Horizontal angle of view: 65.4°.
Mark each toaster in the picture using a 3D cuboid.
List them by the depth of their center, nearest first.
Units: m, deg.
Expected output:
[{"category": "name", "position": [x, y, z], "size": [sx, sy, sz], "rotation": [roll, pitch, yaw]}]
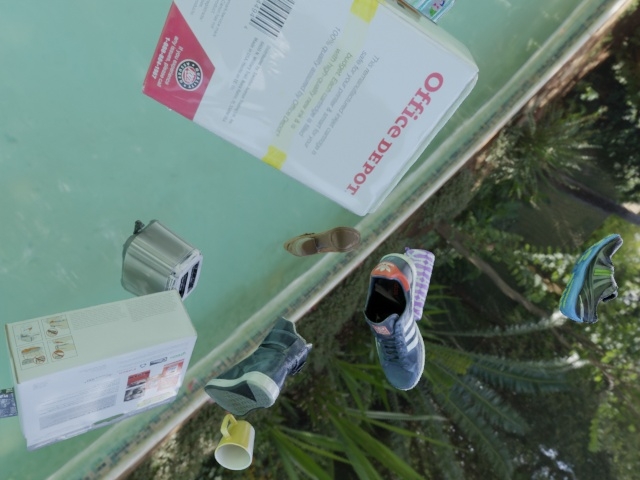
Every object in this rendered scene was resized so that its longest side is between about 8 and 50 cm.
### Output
[{"category": "toaster", "position": [-0.363, 0.058, 1.147], "size": [0.129, 0.146, 0.227], "rotation": [-53, 172, -47]}]

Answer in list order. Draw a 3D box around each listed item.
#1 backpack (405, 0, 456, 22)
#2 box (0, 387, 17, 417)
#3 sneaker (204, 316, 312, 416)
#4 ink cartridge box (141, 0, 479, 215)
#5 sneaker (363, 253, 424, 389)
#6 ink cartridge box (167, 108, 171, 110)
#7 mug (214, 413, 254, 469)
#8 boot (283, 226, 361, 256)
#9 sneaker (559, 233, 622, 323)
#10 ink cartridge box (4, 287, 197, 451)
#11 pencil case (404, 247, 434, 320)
[{"category": "backpack", "position": [0.163, -0.510, 1.024], "size": [0.225, 0.191, 0.253], "rotation": [-45, -166, -3]}, {"category": "box", "position": [-0.703, 0.371, 1.144], "size": [0.083, 0.018, 0.067], "rotation": [1, 110, -36]}, {"category": "sneaker", "position": [-0.110, 0.228, 0.911], "size": [0.226, 0.086, 0.163], "rotation": [-26, -160, 47]}, {"category": "ink cartridge box", "position": [-0.016, -0.253, 0.728], "size": [0.279, 0.384, 0.160], "rotation": [-52, -165, 33]}, {"category": "sneaker", "position": [0.167, 0.214, 1.206], "size": [0.131, 0.350, 0.148], "rotation": [-2, -169, 30]}, {"category": "ink cartridge box", "position": [-0.235, -0.335, 0.997], "size": [0.160, 0.093, 0.219], "rotation": [-15, -155, -4]}, {"category": "mug", "position": [-0.138, 0.335, 0.842], "size": [0.064, 0.062, 0.078], "rotation": [-76, 180, -63]}, {"category": "boot", "position": [0.000, 0.000, 1.396], "size": [0.197, 0.073, 0.152], "rotation": [-8, -175, -23]}, {"category": "sneaker", "position": [0.507, 0.071, 0.914], "size": [0.188, 0.078, 0.067], "rotation": [-56, 168, -17]}, {"category": "ink cartridge box", "position": [-0.434, 0.255, 0.993], "size": [0.309, 0.130, 0.272], "rotation": [-10, 141, -36]}, {"category": "pencil case", "position": [0.259, 0.120, 1.394], "size": [0.086, 0.088, 0.206], "rotation": [122, -16, -70]}]
